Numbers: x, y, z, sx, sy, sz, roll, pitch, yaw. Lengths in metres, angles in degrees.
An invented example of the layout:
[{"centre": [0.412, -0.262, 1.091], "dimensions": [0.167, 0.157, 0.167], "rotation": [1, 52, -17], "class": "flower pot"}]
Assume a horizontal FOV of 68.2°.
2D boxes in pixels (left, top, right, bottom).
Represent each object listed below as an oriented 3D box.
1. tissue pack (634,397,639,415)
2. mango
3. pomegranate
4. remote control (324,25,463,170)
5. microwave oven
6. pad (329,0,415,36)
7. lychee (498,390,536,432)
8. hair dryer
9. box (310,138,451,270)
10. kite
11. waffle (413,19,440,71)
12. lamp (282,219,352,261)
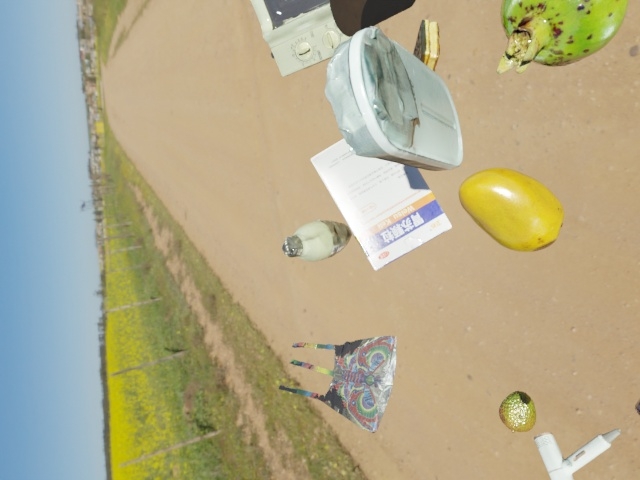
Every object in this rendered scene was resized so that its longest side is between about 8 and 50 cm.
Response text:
[{"centre": [0.877, 0.313, 1.004], "dimensions": [0.227, 0.103, 0.316], "rotation": [32, 102, 13], "class": "tissue pack"}, {"centre": [0.773, -0.129, 1.925], "dimensions": [0.300, 0.445, 0.232], "rotation": [-56, 4, 43], "class": "mango"}, {"centre": [0.412, -0.400, 0.837], "dimensions": [0.211, 0.263, 0.211], "rotation": [43, 163, 16], "class": "pomegranate"}, {"centre": [0.082, -0.120, 0.449], "dimensions": [0.052, 0.247, 0.104], "rotation": [-11, 85, 32], "class": "remote control"}, {"centre": [-0.043, -0.562, 0.998], "dimensions": [0.286, 0.218, 0.355], "rotation": [-66, -44, -59], "class": "microwave oven"}, {"centre": [0.012, -0.451, 0.564], "dimensions": [0.063, 0.315, 0.376], "rotation": [11, 128, 35], "class": "pad"}, {"centre": [0.624, 0.546, 1.498], "dimensions": [0.114, 0.114, 0.147], "rotation": [38, 124, 57], "class": "lychee"}, {"centre": [0.514, 0.426, 0.902], "dimensions": [0.183, 0.044, 0.155], "rotation": [-50, 41, 40], "class": "hair dryer"}, {"centre": [0.137, -0.107, 1.102], "dimensions": [0.300, 0.200, 0.106], "rotation": [60, -177, 4], "class": "box"}, {"centre": [0.017, 0.235, 0.834], "dimensions": [0.285, 0.015, 0.152], "rotation": [-10, 58, 50], "class": "kite"}, {"centre": [0.240, -0.419, 1.093], "dimensions": [0.148, 0.042, 0.103], "rotation": [88, -175, -72], "class": "waffle"}, {"centre": [0.000, 0.000, 1.168], "dimensions": [0.101, 0.250, 0.101], "rotation": [7, 101, 38], "class": "lamp"}]
